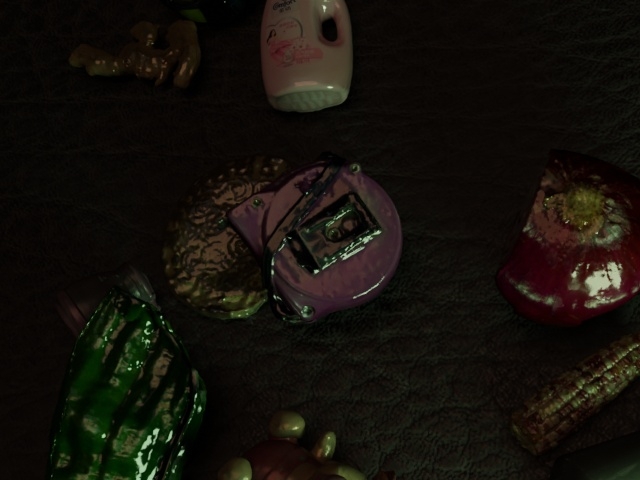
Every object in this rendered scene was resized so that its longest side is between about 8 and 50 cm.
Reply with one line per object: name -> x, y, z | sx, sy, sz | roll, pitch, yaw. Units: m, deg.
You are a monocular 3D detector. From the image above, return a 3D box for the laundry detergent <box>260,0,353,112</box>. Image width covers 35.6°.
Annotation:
laundry detergent -> -0.026, -0.385, 1.721 | 0.159, 0.088, 0.335 | -4, 67, 5

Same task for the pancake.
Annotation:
pancake -> -0.119, -0.009, 1.617 | 0.286, 0.033, 0.288 | 1, 68, 10

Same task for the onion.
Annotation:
onion -> 0.362, 0.014, 1.387 | 0.207, 0.216, 0.206 | 18, 72, 11

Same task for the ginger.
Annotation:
ginger -> -0.323, -0.339, 1.784 | 0.258, 0.065, 0.149 | 6, 57, 21

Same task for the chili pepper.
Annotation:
chili pepper -> -0.277, 0.263, 1.459 | 0.213, 0.167, 0.385 | 10, 76, 0

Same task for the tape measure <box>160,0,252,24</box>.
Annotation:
tape measure -> -0.201, -0.474, 1.785 | 0.199, 0.112, 0.186 | -25, 58, 7

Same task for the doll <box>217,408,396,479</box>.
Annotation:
doll -> -0.005, 0.360, 1.372 | 0.256, 0.152, 0.196 | 33, 78, 22

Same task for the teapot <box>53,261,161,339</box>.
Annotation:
teapot -> -0.327, 0.108, 1.569 | 0.146, 0.116, 0.148 | -35, 61, -15

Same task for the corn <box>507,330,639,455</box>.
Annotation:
corn -> 0.371, 0.212, 1.401 | 0.237, 0.079, 0.079 | -33, 65, -8

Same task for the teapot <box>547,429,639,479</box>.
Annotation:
teapot -> 0.434, 0.327, 1.301 | 0.225, 0.171, 0.203 | -30, 97, -8

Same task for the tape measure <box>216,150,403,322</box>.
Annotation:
tape measure -> 0.000, 0.000, 1.500 | 0.245, 0.149, 0.231 | -36, 82, -7
